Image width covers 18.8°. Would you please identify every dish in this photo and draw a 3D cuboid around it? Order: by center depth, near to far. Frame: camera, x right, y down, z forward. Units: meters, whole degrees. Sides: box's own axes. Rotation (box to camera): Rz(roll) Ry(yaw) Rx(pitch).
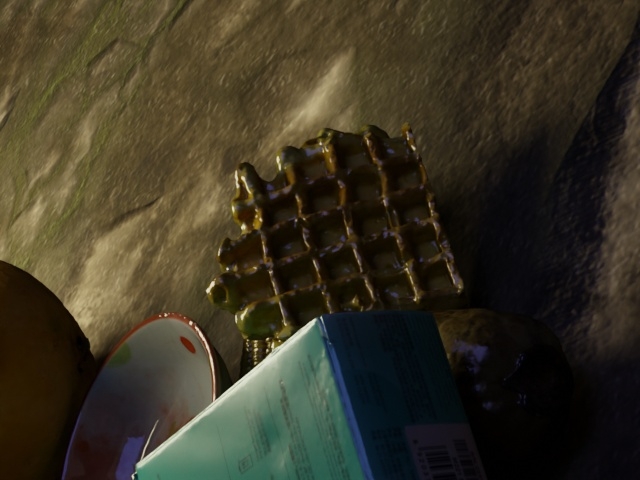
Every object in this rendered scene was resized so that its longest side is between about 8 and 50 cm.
[{"bbox_3d":[-0.140,0.201,1.780,0.260,0.085,0.260,-34,45,43],"label":"dish"}]

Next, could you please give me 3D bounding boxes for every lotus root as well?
[{"bbox_3d":[0.089,0.130,1.561,0.260,0.128,0.145,-16,63,44],"label":"lotus root"}]

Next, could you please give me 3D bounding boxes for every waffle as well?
[{"bbox_3d":[0.000,0.000,1.715,0.219,0.057,0.229,-17,56,-1],"label":"waffle"}]

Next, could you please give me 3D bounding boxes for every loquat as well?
[{"bbox_3d":[-0.354,0.145,1.940,0.263,0.263,0.263,-29,42,30],"label":"loquat"}]

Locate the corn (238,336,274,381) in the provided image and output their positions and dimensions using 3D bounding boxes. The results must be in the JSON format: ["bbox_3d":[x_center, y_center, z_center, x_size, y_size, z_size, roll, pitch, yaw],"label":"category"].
[{"bbox_3d":[-0.020,0.078,1.759,0.101,0.101,0.292,-22,50,37],"label":"corn"}]

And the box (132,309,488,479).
[{"bbox_3d":[-0.009,0.207,1.491,0.311,0.118,0.205,-42,56,45],"label":"box"}]
